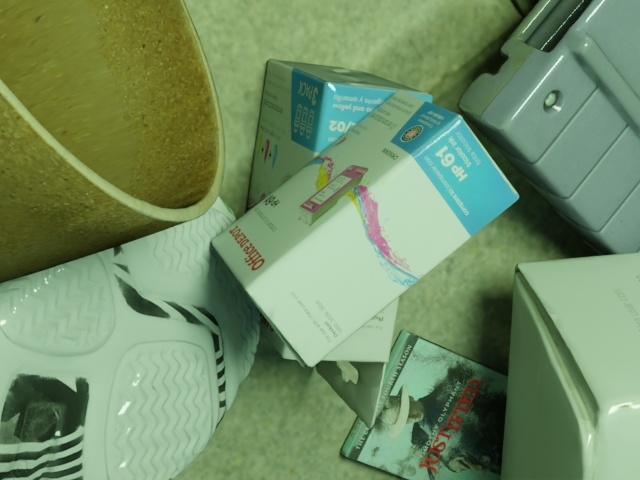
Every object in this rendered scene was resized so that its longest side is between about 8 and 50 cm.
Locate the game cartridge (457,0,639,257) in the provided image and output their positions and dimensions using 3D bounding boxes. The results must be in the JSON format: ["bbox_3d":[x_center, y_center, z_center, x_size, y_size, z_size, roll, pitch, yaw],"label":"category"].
[{"bbox_3d":[0.261,-0.144,0.755,0.230,0.068,0.355,39,89,-35],"label":"game cartridge"}]

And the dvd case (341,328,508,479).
[{"bbox_3d":[0.082,0.115,0.812,0.119,0.013,0.087,25,95,-23],"label":"dvd case"}]

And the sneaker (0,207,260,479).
[{"bbox_3d":[-0.202,0.076,0.604,0.366,0.210,0.137,-36,122,-44],"label":"sneaker"}]

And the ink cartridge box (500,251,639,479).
[{"bbox_3d":[0.306,0.147,0.759,0.385,0.160,0.279,-5,118,-7],"label":"ink cartridge box"}]

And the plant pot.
[{"bbox_3d":[-0.205,-0.059,0.511,0.254,0.237,0.237,-27,114,16],"label":"plant pot"}]

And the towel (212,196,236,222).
[{"bbox_3d":[-0.233,0.011,0.659,0.325,0.038,0.248,-42,114,-5],"label":"towel"}]

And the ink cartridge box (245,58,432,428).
[{"bbox_3d":[0.000,0.000,0.701,0.062,0.104,0.181,4,102,-20],"label":"ink cartridge box"}]

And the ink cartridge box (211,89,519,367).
[{"bbox_3d":[0.017,-0.008,0.599,0.122,0.088,0.052,-40,110,-3],"label":"ink cartridge box"}]
